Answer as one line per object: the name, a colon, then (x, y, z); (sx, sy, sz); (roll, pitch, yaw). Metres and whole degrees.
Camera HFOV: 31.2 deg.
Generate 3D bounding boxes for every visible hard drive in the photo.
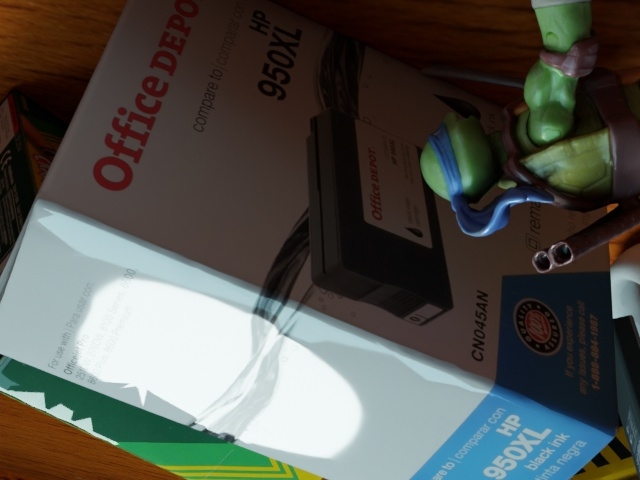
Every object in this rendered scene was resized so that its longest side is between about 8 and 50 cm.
hard drive: (0.253, 0.139, 0.906); (0.022, 0.135, 0.094); (-13, 149, 4)

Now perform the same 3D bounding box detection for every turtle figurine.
turtle figurine: (0.185, -0.127, 0.694); (0.266, 0.275, 0.198); (-7, 129, 6)

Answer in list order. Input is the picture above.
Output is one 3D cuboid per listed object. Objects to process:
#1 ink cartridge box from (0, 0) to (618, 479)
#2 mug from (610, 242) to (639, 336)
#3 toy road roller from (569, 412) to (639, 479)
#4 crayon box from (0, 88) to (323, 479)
ink cartridge box: (0.000, 0.000, 0.828); (0.394, 0.286, 0.166); (23, 134, -11)
mug: (0.391, 0.139, 0.969); (0.374, 0.276, 0.328); (41, 169, 28)
toy road roller: (0.256, 0.252, 1.190); (0.329, 0.241, 0.202); (-18, 151, 0)
crayon box: (-0.162, 0.050, 1.048); (0.313, 0.106, 0.363); (33, -165, -34)
